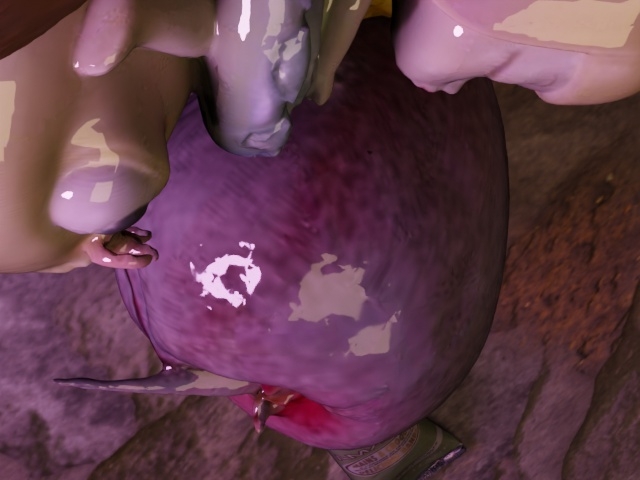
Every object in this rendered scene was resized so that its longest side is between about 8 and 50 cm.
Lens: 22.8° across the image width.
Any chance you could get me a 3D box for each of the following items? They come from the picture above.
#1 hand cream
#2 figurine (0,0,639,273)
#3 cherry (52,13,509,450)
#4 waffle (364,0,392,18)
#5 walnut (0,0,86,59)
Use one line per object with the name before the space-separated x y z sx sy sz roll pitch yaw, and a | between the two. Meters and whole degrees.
hand cream | 0.044 0.140 1.102 0.086 0.055 0.235 -37 150 0
figurine | -0.022 -0.123 0.586 0.394 0.226 0.275 -1 107 -8
cherry | 0.000 0.000 0.801 0.266 0.183 0.213 -55 147 -9
waffle | 0.049 -0.218 0.693 0.291 0.051 0.291 -14 127 -19
walnut | -0.130 -0.209 0.357 0.383 0.383 0.384 -23 140 -21
